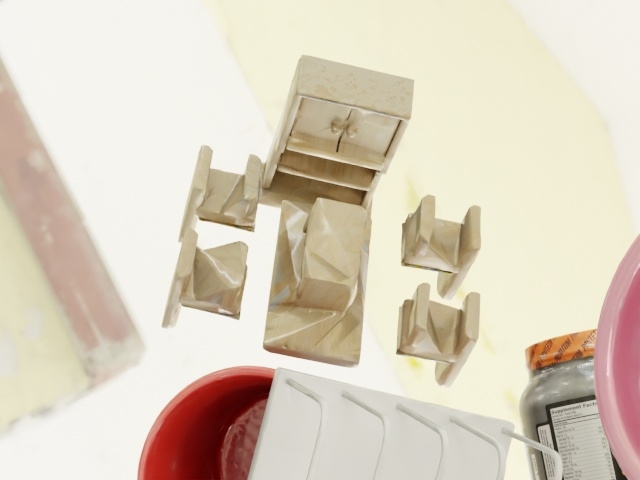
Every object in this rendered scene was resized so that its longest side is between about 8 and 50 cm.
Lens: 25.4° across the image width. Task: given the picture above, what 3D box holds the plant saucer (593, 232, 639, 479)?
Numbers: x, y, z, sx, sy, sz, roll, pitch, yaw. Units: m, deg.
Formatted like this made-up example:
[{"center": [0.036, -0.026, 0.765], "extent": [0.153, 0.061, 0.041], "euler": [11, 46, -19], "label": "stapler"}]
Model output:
[{"center": [0.380, 0.089, 1.144], "extent": [0.084, 0.332, 0.332], "euler": [22, 21, -42], "label": "plant saucer"}]

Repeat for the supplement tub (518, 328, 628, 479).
[{"center": [0.340, 0.267, 1.649], "extent": [0.193, 0.194, 0.316], "euler": [110, -28, -75], "label": "supplement tub"}]

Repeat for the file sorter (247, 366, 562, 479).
[{"center": [0.082, 0.264, 1.449], "extent": [0.173, 0.278, 0.192], "euler": [-167, -88, -72], "label": "file sorter"}]

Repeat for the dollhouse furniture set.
[{"center": [0.000, 0.000, 1.834], "extent": [0.256, 0.362, 0.394], "euler": [111, -12, -53], "label": "dollhouse furniture set"}]

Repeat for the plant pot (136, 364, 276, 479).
[{"center": [-0.057, 0.278, 1.684], "extent": [0.275, 0.275, 0.243], "euler": [62, 8, 6], "label": "plant pot"}]
